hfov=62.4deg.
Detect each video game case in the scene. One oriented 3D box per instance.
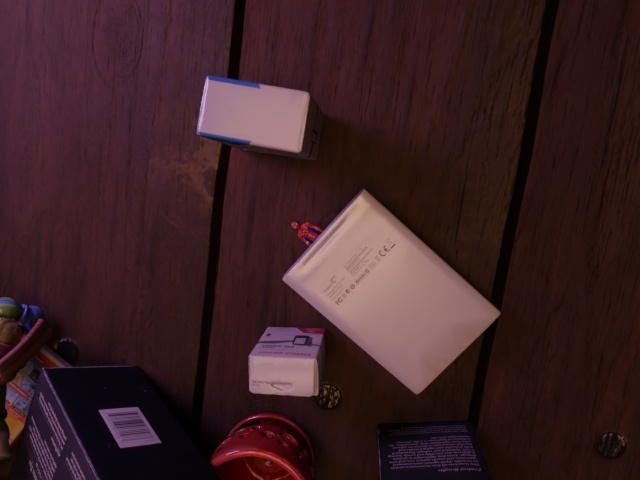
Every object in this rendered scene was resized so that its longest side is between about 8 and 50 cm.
[{"bbox_3d":[-0.632,0.289,0.992,0.204,0.025,0.285,40,90,-1],"label":"video game case"}]

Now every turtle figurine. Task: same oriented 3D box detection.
[{"bbox_3d":[-0.602,0.228,0.868,0.198,0.274,0.266,-39,55,38],"label":"turtle figurine"}]

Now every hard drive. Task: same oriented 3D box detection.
[{"bbox_3d":[0.118,0.089,0.886,0.307,0.040,0.203,41,100,-7],"label":"hard drive"}]

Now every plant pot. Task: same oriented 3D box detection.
[{"bbox_3d":[-0.097,0.401,0.900,0.191,0.174,0.191,1,98,7],"label":"plant pot"}]

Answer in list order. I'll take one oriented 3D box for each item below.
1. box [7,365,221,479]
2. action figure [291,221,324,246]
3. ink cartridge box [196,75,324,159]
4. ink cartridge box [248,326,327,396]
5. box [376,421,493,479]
[{"bbox_3d":[-0.353,0.424,0.844,0.343,0.179,0.312,32,103,43],"label":"box"},{"bbox_3d":[0.000,0.000,0.909,0.115,0.030,0.038,31,103,3],"label":"action figure"},{"bbox_3d":[-0.080,-0.178,0.803,0.148,0.203,0.086,10,97,4],"label":"ink cartridge box"},{"bbox_3d":[-0.050,0.196,0.878,0.109,0.150,0.063,1,98,6],"label":"ink cartridge box"},{"bbox_3d":[0.186,0.491,0.824,0.182,0.294,0.296,-5,98,7],"label":"box"}]
